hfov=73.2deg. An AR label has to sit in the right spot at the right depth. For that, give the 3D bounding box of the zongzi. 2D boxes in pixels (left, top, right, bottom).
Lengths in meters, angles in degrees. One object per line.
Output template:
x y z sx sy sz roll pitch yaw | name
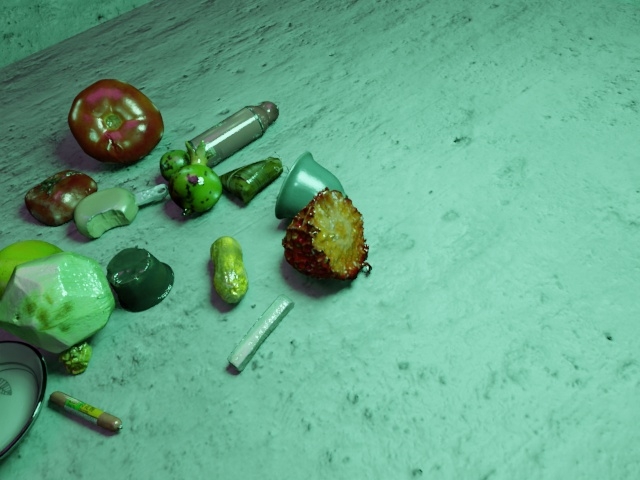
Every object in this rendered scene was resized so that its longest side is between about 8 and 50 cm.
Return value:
-0.220 -0.207 1.324 0.184 0.084 0.187 23 52 40 | zongzi

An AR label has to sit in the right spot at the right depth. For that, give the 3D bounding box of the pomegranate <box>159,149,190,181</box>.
-0.445 -0.213 1.362 0.122 0.122 0.162 -14 77 2 | pomegranate

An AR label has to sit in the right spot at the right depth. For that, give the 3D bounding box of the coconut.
-0.614 0.138 0.996 0.236 0.236 0.204 -40 41 -19 | coconut

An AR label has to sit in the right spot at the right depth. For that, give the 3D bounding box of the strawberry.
0.000 0.000 1.048 0.177 0.234 0.234 -14 43 38 | strawberry

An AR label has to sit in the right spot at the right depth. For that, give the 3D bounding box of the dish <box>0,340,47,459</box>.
-0.729 0.378 0.931 0.316 0.106 0.317 -3 45 3 | dish

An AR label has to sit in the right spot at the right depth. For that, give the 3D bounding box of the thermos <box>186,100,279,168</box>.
-0.280 -0.360 1.450 0.330 0.136 0.109 -37 80 -17 | thermos

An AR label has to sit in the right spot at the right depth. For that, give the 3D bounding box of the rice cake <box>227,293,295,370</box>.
-0.134 0.205 0.986 0.047 0.036 0.207 29 62 18 | rice cake

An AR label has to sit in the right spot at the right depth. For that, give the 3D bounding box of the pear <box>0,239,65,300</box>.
-0.756 0.085 1.136 0.219 0.187 0.188 -14 48 23 | pear

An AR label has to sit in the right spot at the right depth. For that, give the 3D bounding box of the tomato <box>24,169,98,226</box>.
-0.868 -0.157 1.417 0.227 0.101 0.228 -9 48 10 | tomato

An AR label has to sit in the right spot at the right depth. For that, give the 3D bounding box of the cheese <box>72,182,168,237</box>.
-0.608 -0.109 1.327 0.286 0.082 0.163 -21 51 -5 | cheese

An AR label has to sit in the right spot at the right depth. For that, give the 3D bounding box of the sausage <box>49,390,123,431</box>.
-0.515 0.372 0.942 0.223 0.029 0.029 12 55 22 | sausage

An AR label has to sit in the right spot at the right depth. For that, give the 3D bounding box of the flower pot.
-0.476 0.090 1.116 0.157 0.107 0.158 -8 50 9 | flower pot

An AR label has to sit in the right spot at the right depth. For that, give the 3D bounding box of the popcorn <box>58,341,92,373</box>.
-0.574 0.278 1.018 0.059 0.068 0.083 13 91 33 | popcorn

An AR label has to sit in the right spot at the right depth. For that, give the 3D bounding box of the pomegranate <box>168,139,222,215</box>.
-0.374 -0.184 1.261 0.156 0.156 0.220 -12 90 4 | pomegranate

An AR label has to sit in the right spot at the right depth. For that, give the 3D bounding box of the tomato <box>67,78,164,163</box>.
-0.697 -0.407 1.493 0.298 0.299 0.226 -23 10 -6 | tomato

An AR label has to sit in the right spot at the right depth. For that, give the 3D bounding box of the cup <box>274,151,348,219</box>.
-0.009 -0.116 1.144 0.149 0.199 0.199 26 60 10 | cup

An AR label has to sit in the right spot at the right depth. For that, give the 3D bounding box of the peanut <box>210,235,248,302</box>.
-0.231 0.072 1.086 0.087 0.087 0.207 -19 47 -3 | peanut
